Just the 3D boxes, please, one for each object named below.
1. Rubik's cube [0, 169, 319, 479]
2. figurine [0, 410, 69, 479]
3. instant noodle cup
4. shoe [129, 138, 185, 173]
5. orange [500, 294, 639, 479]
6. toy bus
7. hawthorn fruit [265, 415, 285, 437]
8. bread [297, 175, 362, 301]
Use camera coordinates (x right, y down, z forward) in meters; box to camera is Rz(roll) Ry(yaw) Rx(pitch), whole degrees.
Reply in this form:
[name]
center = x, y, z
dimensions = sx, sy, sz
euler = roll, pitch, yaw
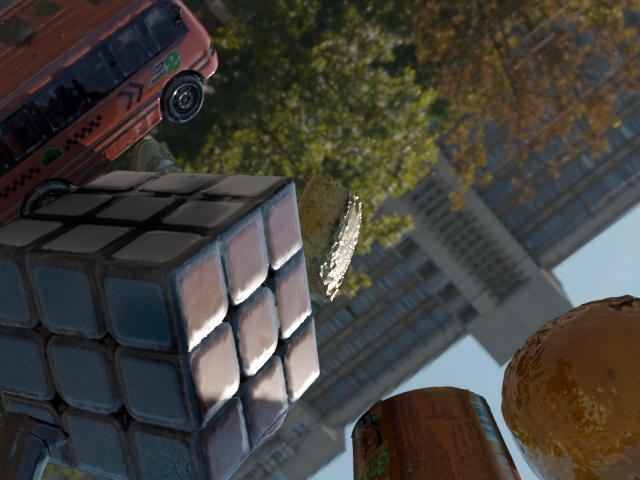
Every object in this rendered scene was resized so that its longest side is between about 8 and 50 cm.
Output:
[Rubik's cube]
center = -0.207, 0.098, 1.123
dimensions = 0.301, 0.305, 0.304
euler = 4, -158, 26
[figurine]
center = -0.333, 0.355, 0.820
dimensions = 0.218, 0.206, 0.365
euler = 0, -134, 21
[instant noodle cup]
center = 0.132, 0.289, 1.020
dimensions = 0.230, 0.230, 0.182
euler = -35, -138, 25
[shoe]
center = -0.238, -0.057, 1.542
dimensions = 0.098, 0.274, 0.103
euler = -28, 178, 24
[orange]
center = 0.454, 0.253, 1.353
dimensions = 0.341, 0.341, 0.293
euler = -37, -129, 20
[toy bus]
center = -0.361, -0.207, 1.204
dimensions = 0.203, 0.233, 0.427
euler = 33, -112, 35
[hawthorn fruit]
center = -0.172, 0.238, 1.617
dimensions = 0.224, 0.224, 0.260
euler = -28, -118, 44
[bread]
center = 0.000, 0.000, 1.733
dimensions = 0.121, 0.174, 0.245
euler = 10, -124, 15
